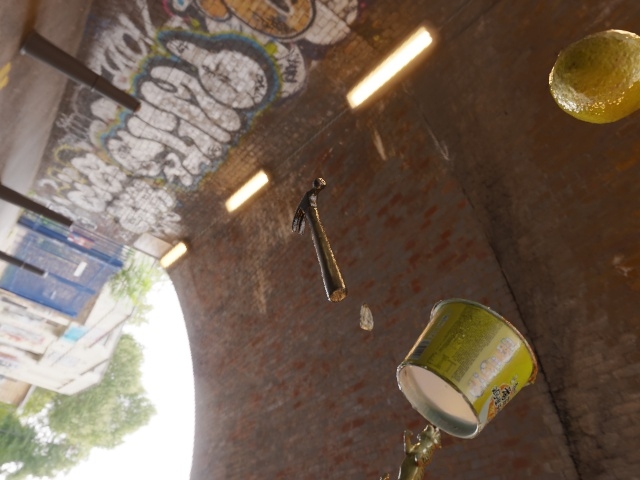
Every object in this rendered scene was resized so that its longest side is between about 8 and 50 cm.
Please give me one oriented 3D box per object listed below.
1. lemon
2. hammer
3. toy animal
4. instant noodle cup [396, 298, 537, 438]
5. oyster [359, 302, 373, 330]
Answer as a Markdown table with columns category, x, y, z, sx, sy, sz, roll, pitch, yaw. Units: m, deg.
| category | x | y | z | sx | sy | sz | roll | pitch | yaw |
| --- | --- | --- | --- | --- | --- | --- | --- | --- | --- |
| lemon | 0.351 | -0.200 | 0.580 | 0.133 | 0.109 | 0.109 | 39 | -79 | 27 |
| hammer | 0.000 | 0.000 | 1.241 | 0.168 | 0.044 | 0.440 | -58 | -153 | 25 |
| toy animal | 0.182 | 0.472 | 0.955 | 0.057 | 0.099 | 0.241 | 9 | -127 | 42 |
| instant noodle cup | 0.234 | 0.217 | 0.794 | 0.153 | 0.205 | 0.205 | -37 | -168 | -31 |
| oyster | 0.125 | 0.212 | 1.311 | 0.019 | 0.054 | 0.083 | -24 | -129 | 37 |
